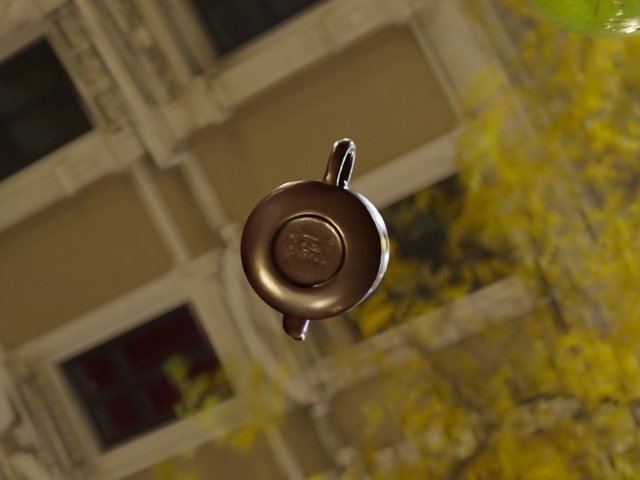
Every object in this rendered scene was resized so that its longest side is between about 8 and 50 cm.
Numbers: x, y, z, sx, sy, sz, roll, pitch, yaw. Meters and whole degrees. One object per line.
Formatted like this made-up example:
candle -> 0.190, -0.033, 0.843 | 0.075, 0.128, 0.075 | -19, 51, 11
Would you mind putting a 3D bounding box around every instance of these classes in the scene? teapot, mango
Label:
teapot -> 0.000, 0.000, 0.940 | 0.045, 0.068, 0.100 | -11, -62, -78
mango -> 0.170, -0.165, 1.130 | 0.178, 0.119, 0.100 | 178, 76, -86
